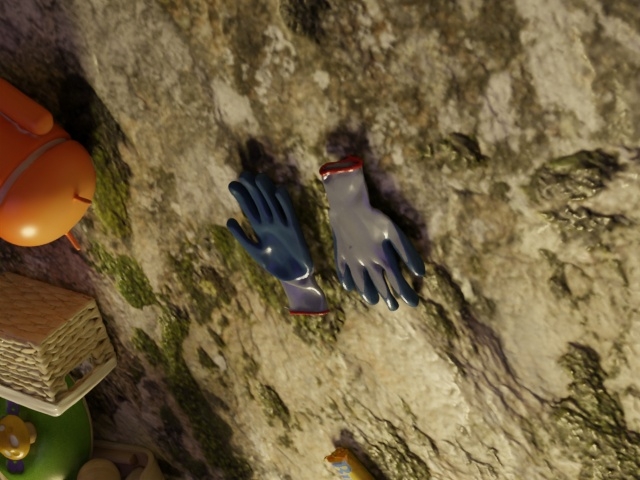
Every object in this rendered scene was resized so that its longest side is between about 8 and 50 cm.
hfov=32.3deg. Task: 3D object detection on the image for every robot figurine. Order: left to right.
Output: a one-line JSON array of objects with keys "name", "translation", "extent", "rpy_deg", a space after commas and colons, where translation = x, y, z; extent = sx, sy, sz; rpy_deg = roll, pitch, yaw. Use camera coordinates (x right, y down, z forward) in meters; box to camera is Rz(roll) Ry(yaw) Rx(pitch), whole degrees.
[{"name": "robot figurine", "translation": [-0.319, -0.080, 1.117], "extent": [0.219, 0.128, 0.158], "rpy_deg": [39, 98, 7]}]

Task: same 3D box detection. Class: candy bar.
[{"name": "candy bar", "translation": [0.063, 0.283, 1.186], "extent": [0.161, 0.018, 0.040], "rpy_deg": [50, 138, -7]}]

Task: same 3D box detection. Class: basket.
[{"name": "basket", "translation": [-0.342, 0.117, 1.302], "extent": [0.167, 0.113, 0.103], "rpy_deg": [12, 127, 30]}]

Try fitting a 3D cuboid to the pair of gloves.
[{"name": "pair of gloves", "translation": [0.000, 0.000, 1.008], "extent": [0.198, 0.023, 0.159], "rpy_deg": [-5, 117, 39]}]

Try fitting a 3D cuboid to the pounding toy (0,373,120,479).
[{"name": "pounding toy", "translation": [-0.373, 0.264, 1.382], "extent": [0.237, 0.110, 0.183], "rpy_deg": [52, 121, 19]}]

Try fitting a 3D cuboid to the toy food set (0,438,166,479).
[{"name": "toy food set", "translation": [-0.296, 0.378, 1.488], "extent": [0.306, 0.092, 0.220], "rpy_deg": [0, 122, 38]}]
